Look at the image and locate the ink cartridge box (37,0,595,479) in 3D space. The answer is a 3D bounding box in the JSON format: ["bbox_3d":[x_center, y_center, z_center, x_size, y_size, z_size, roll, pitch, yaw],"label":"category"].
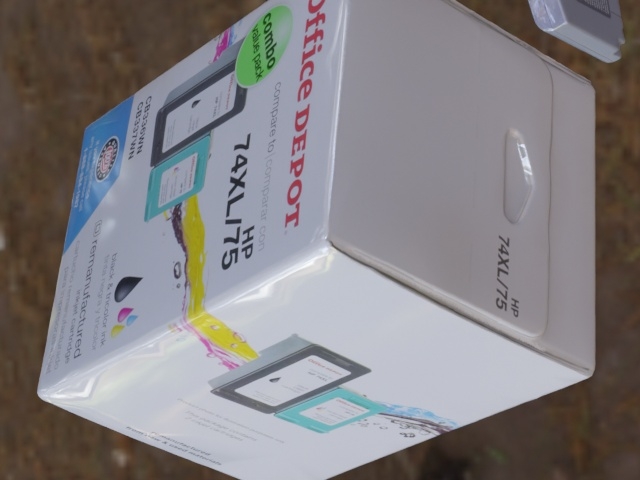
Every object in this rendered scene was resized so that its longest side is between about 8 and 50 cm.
[{"bbox_3d":[0.000,0.000,1.046,0.270,0.197,0.198,-28,46,43],"label":"ink cartridge box"}]

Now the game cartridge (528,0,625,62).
[{"bbox_3d":[0.096,-0.115,0.707,0.017,0.056,0.083,-19,67,32],"label":"game cartridge"}]
